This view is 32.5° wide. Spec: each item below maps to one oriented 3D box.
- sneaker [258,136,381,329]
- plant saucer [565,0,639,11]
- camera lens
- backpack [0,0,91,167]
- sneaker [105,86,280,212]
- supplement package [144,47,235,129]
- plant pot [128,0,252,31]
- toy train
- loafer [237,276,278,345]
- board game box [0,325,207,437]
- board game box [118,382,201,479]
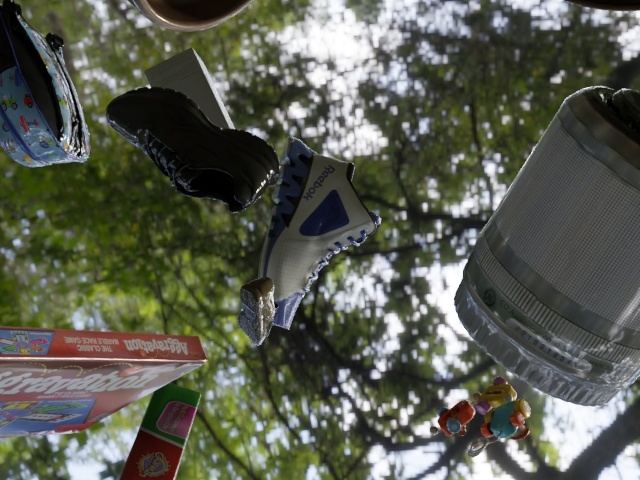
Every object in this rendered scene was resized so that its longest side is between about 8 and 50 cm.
[{"bbox_3d":[0.000,-0.001,1.810,0.182,0.316,0.127,11,-179,-4],"label":"sneaker"},{"bbox_3d":[0.187,-0.233,0.660,0.198,0.199,0.036,3,179,13],"label":"plant saucer"},{"bbox_3d":[0.286,0.000,1.105,0.219,0.274,0.219,25,-156,-12],"label":"camera lens"},{"bbox_3d":[-0.331,-0.154,1.209,0.116,0.158,0.173,-25,-99,4],"label":"backpack"},{"bbox_3d":[-0.207,-0.138,1.672,0.286,0.109,0.130,24,-134,8],"label":"sneaker"},{"bbox_3d":[-0.238,-0.248,2.056,0.105,0.105,0.179,-26,-102,2],"label":"supplement package"},{"bbox_3d":[-0.191,-0.428,1.364,0.263,0.263,0.229,-32,-121,-27],"label":"plant pot"},{"bbox_3d":[0.220,0.246,1.463,0.125,0.046,0.166,-40,-165,-3],"label":"toy train"},{"bbox_3d":[-0.089,0.106,1.635,0.050,0.148,0.056,-33,-113,-24],"label":"loafer"},{"bbox_3d":[-0.214,0.105,0.782,0.145,0.281,0.027,-31,-109,21],"label":"board game box"},{"bbox_3d":[-0.238,0.365,1.418,0.064,0.242,0.316,17,-157,-3],"label":"board game box"}]
